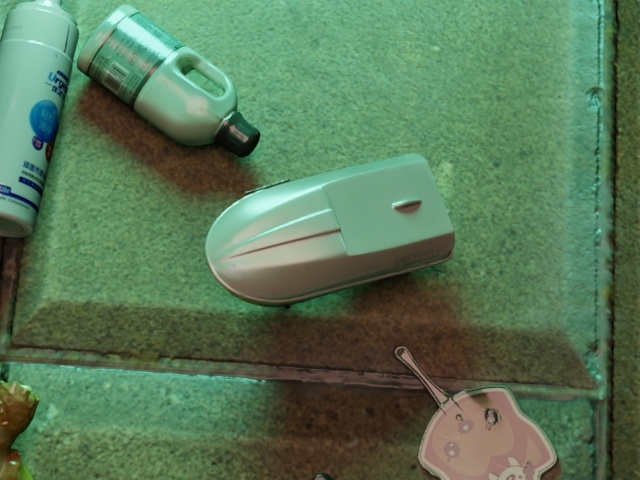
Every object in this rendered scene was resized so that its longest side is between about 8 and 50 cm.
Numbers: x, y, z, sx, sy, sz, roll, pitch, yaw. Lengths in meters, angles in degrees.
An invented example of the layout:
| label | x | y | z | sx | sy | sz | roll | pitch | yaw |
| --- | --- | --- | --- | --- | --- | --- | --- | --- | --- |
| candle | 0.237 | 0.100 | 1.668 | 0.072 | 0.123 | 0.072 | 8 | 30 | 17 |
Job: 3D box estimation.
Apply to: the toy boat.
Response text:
| label | x | y | z | sx | sy | sz | roll | pitch | yaw |
| --- | --- | --- | --- | --- | --- | --- | --- | --- | --- |
| toy boat | 0.006 | -0.004 | 1.920 | 0.269 | 0.141 | 0.141 | -18 | 72 | -7 |

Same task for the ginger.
| label | x | y | z | sx | sy | sz | roll | pitch | yaw |
| --- | --- | --- | --- | --- | --- | --- | --- | --- | --- |
| ginger | -0.376 | 0.207 | 1.859 | 0.157 | 0.102 | 0.216 | 7 | 88 | -1 |

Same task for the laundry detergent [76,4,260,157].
| label | x | y | z | sx | sy | sz | roll | pitch | yaw |
| --- | --- | --- | --- | --- | --- | --- | --- | --- | --- |
| laundry detergent | -0.164 | -0.172 | 2.009 | 0.225 | 0.070 | 0.099 | 36 | 68 | 12 |

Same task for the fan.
| label | x | y | z | sx | sy | sz | roll | pitch | yaw |
| --- | --- | --- | --- | --- | --- | --- | --- | --- | --- |
| fan | 0.153 | 0.197 | 1.917 | 0.132 | 0.009 | 0.220 | -37 | 76 | -12 |

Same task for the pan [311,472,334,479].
| label | x | y | z | sx | sy | sz | roll | pitch | yaw |
| --- | --- | --- | --- | --- | --- | --- | --- | --- | --- |
| pan | 0.062 | 0.346 | 1.856 | 0.136 | 0.028 | 0.235 | -32 | 77 | -11 |

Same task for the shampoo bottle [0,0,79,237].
| label | x | y | z | sx | sy | sz | roll | pitch | yaw |
| --- | --- | --- | --- | --- | --- | --- | --- | --- | --- |
| shampoo bottle | -0.335 | -0.158 | 1.995 | 0.092 | 0.092 | 0.303 | 10 | 71 | 3 |
